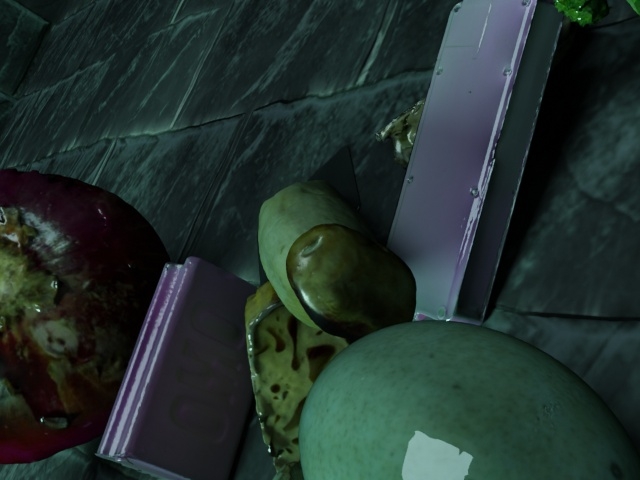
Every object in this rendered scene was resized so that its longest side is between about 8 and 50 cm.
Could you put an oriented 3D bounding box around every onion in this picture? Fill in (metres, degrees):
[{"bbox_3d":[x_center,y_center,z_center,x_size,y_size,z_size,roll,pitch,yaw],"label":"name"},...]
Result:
[{"bbox_3d":[-0.338,0.100,1.067,0.385,0.347,0.348,101,-170,-73],"label":"onion"}]

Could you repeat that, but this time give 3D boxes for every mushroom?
[{"bbox_3d":[-0.003,-0.002,0.747,0.087,0.107,0.333,-48,17,7],"label":"mushroom"}]

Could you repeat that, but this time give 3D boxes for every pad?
[{"bbox_3d":[-0.017,-0.023,0.958,0.157,0.003,0.112,-42,34,27],"label":"pad"}]

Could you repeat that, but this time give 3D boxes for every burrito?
[{"bbox_3d":[0.146,-0.141,0.774,0.229,0.058,0.063,-39,31,26],"label":"burrito"}]

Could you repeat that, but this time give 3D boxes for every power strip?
[{"bbox_3d":[0.115,-0.066,0.707,0.109,0.037,0.279,19,95,60],"label":"power strip"}]

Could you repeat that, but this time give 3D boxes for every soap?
[{"bbox_3d":[-0.123,0.130,0.863,0.065,0.122,0.203,-13,55,51],"label":"soap"}]

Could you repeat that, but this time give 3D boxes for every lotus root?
[{"bbox_3d":[-0.019,0.100,0.782,0.135,0.095,0.159,-110,17,-58],"label":"lotus root"}]

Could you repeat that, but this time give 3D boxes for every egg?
[{"bbox_3d":[0.082,0.134,0.515,0.169,0.169,0.236,-61,29,-3],"label":"egg"}]

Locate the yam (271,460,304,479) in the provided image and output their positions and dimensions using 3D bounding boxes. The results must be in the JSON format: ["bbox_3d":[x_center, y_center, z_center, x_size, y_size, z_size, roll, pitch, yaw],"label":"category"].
[{"bbox_3d":[-0.097,0.314,0.719,0.317,0.067,0.071,-52,6,10],"label":"yam"}]

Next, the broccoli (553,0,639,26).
[{"bbox_3d":[0.269,-0.240,0.551,0.294,0.265,0.245,-7,93,61],"label":"broccoli"}]
